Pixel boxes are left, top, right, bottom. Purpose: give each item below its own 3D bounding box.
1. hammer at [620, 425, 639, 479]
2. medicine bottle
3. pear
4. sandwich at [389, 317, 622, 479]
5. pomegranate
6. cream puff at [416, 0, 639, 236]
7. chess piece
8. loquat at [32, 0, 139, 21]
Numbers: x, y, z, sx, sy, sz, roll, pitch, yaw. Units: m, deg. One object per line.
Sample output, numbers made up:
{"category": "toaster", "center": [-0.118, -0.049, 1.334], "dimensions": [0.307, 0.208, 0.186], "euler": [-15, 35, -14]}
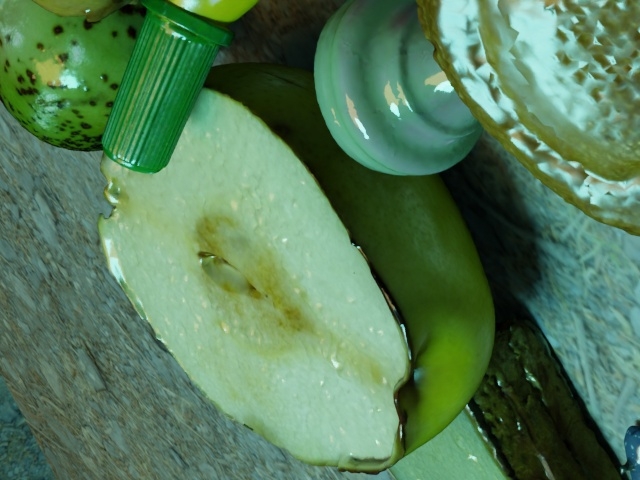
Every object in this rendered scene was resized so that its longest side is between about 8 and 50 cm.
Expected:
{"category": "hammer", "center": [0.280, 0.238, 1.348], "dimensions": [0.116, 0.069, 0.194], "euler": [15, 128, 57]}
{"category": "medicine bottle", "center": [-0.084, -0.192, 1.193], "dimensions": [0.111, 0.076, 0.309], "euler": [30, 112, 16]}
{"category": "pear", "center": [0.000, 0.000, 1.358], "dimensions": [0.386, 0.191, 0.340], "euler": [35, 139, 31]}
{"category": "sandwich", "center": [0.145, 0.187, 1.480], "dimensions": [0.249, 0.095, 0.273], "euler": [59, 157, -13]}
{"category": "pomegranate", "center": [-0.229, -0.217, 1.453], "dimensions": [0.276, 0.204, 0.222], "euler": [53, 163, -18]}
{"category": "cream puff", "center": [0.188, -0.144, 0.764], "dimensions": [0.303, 0.212, 0.303], "euler": [8, 126, 12]}
{"category": "chess piece", "center": [0.125, -0.121, 1.063], "dimensions": [0.272, 0.139, 0.139], "euler": [-6, 119, 52]}
{"category": "loquat", "center": [-0.185, -0.293, 1.276], "dimensions": [0.238, 0.193, 0.238], "euler": [36, 136, 45]}
